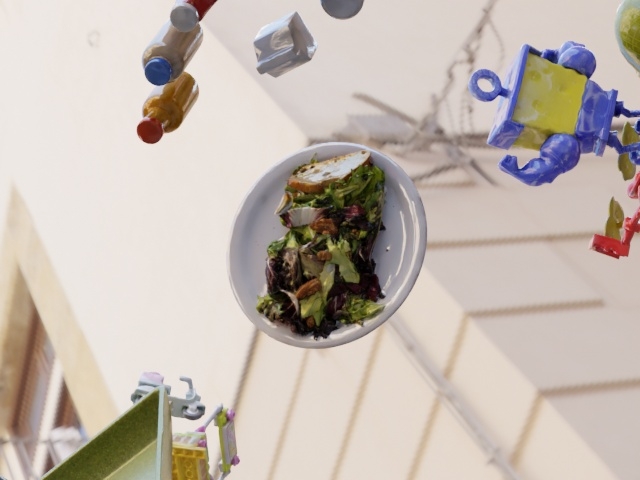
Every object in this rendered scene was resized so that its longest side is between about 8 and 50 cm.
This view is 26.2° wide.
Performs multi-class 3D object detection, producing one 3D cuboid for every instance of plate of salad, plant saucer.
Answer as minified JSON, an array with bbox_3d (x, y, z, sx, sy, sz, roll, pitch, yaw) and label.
[{"bbox_3d":[0.000,0.000,1.262,0.200,0.200,0.048,-44,-27,3],"label":"plate of salad"},{"bbox_3d":[-0.199,0.244,1.249,0.188,0.188,0.045,-38,-67,13],"label":"plant saucer"}]

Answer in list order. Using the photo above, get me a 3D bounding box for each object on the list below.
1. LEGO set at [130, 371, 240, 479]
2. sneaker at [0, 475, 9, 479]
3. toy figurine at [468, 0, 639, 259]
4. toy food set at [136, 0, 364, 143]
[{"bbox_3d":[-0.160,0.268,1.488,0.132,0.107,0.287,24,-61,8],"label":"LEGO set"},{"bbox_3d":[-0.307,0.288,0.990,0.169,0.447,0.258,-13,-45,-50],"label":"sneaker"},{"bbox_3d":[0.278,-0.181,1.522,0.217,0.363,0.191,15,-22,3],"label":"toy figurine"},{"bbox_3d":[-0.075,-0.180,1.209,0.232,0.104,0.111,-23,-67,23],"label":"toy food set"}]
